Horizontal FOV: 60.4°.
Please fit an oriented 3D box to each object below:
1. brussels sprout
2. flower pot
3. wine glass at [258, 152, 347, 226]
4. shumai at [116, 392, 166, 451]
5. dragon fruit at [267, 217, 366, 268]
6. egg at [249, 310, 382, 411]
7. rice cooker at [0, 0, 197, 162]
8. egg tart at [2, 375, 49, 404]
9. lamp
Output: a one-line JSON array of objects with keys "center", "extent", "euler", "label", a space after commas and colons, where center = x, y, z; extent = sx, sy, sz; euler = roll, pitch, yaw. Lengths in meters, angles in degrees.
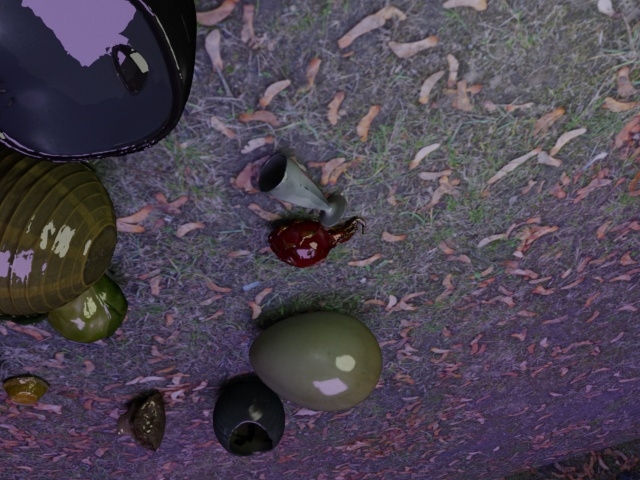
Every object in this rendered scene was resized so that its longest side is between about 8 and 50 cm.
[{"center": [-0.432, 0.110, 1.001], "extent": [0.131, 0.145, 0.183], "euler": [-32, 149, -18], "label": "brussels sprout"}, {"center": [-0.189, 0.475, 1.465], "extent": [0.190, 0.157, 0.242], "euler": [-7, 141, -4], "label": "flower pot"}, {"center": [-0.028, -0.083, 0.928], "extent": [0.073, 0.073, 0.155], "euler": [-37, 138, 26], "label": "wine glass"}, {"center": [-0.467, 0.473, 1.423], "extent": [0.116, 0.145, 0.145], "euler": [1, 139, 0], "label": "shumai"}, {"center": [0.000, 0.000, 1.013], "extent": [0.191, 0.094, 0.094], "euler": [-9, 140, -13], "label": "dragon fruit"}, {"center": [-0.011, 0.265, 1.219], "extent": [0.296, 0.218, 0.218], "euler": [3, 138, -3], "label": "egg"}, {"center": [-0.260, -0.228, 0.579], "extent": [0.268, 0.224, 0.267], "euler": [-8, 141, -6], "label": "rice cooker"}, {"center": [-0.693, 0.355, 1.292], "extent": [0.105, 0.039, 0.105], "euler": [-9, 140, -7], "label": "egg tart"}, {"center": [-0.438, -0.021, 0.770], "extent": [0.285, 0.250, 0.250], "euler": [18, 135, -2], "label": "lamp"}]
